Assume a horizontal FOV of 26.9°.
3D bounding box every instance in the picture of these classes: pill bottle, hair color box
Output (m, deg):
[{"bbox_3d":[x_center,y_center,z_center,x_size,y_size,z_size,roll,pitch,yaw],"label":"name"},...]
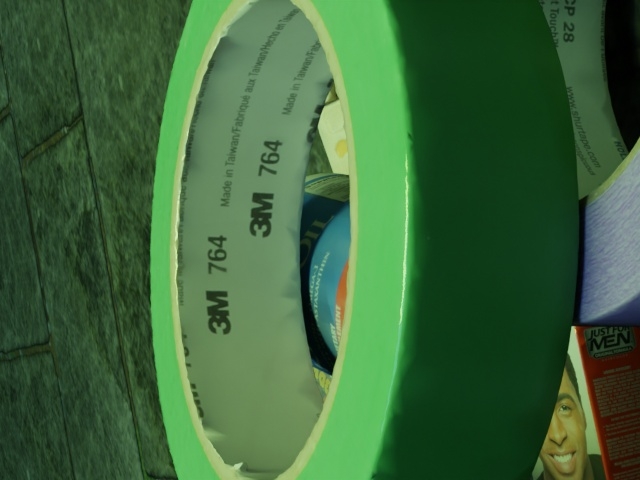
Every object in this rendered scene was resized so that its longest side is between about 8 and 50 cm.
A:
[{"bbox_3d":[0.023,0.024,0.823,0.221,0.124,0.124,15,112,62],"label":"pill bottle"},{"bbox_3d":[0.143,0.113,0.695,0.072,0.043,0.141,-24,76,64],"label":"hair color box"}]

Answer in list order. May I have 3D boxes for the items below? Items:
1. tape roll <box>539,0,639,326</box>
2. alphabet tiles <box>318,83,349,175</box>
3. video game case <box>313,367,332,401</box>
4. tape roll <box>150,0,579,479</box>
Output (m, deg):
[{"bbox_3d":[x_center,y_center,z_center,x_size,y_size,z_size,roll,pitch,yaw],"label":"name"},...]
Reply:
[{"bbox_3d":[0.130,-0.102,0.546,0.275,0.090,0.275,-179,90,-68],"label":"tape roll"},{"bbox_3d":[0.007,-0.163,0.846,0.284,0.021,0.278,-13,97,63],"label":"alphabet tiles"},{"bbox_3d":[-0.006,0.108,1.039,0.119,0.015,0.166,55,145,42],"label":"video game case"},{"bbox_3d":[0.000,0.000,0.631,0.321,0.077,0.321,-179,90,-66],"label":"tape roll"}]
